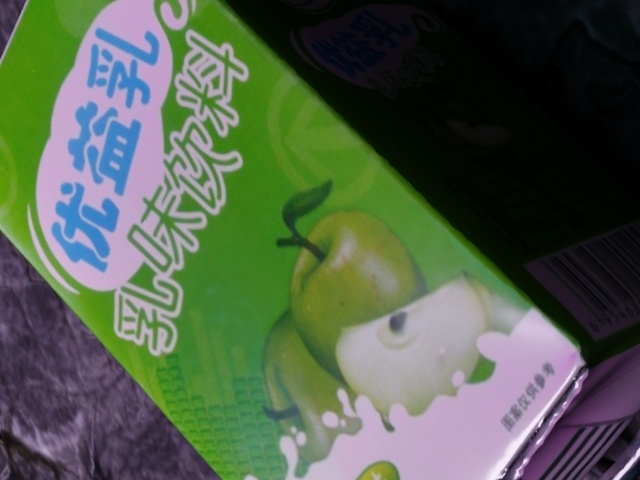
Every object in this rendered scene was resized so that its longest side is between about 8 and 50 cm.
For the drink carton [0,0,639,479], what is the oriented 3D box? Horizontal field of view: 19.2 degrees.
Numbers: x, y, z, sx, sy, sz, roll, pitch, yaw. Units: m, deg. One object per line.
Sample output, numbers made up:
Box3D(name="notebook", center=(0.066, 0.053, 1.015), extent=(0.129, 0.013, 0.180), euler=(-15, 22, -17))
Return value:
Box3D(name="drink carton", center=(0.000, 0.000, 0.694), extent=(0.271, 0.108, 0.161), euler=(46, 126, 21))
